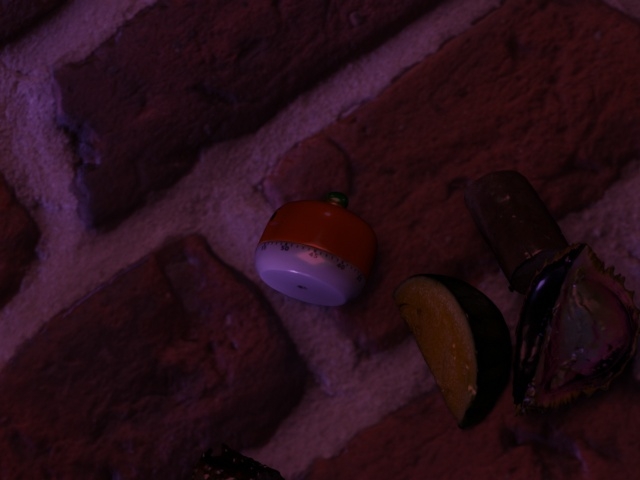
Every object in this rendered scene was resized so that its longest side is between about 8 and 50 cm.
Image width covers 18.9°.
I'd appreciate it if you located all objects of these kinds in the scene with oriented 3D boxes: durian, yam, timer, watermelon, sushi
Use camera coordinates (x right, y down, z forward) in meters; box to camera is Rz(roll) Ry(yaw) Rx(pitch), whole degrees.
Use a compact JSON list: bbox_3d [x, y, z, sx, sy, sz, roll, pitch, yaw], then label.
[{"bbox_3d":[0.261,0.098,1.931,0.108,0.119,0.187,16,92,-12],"label":"durian"},{"bbox_3d":[0.210,-0.009,2.004,0.084,0.084,0.127,-27,56,4],"label":"yam"},{"bbox_3d":[0.000,0.000,2.062,0.136,0.099,0.136,-3,69,7],"label":"timer"},{"bbox_3d":[0.153,0.097,1.994,0.092,0.075,0.181,-59,45,36],"label":"watermelon"},{"bbox_3d":[-0.089,0.266,1.946,0.084,0.094,0.098,20,70,30],"label":"sushi"}]
